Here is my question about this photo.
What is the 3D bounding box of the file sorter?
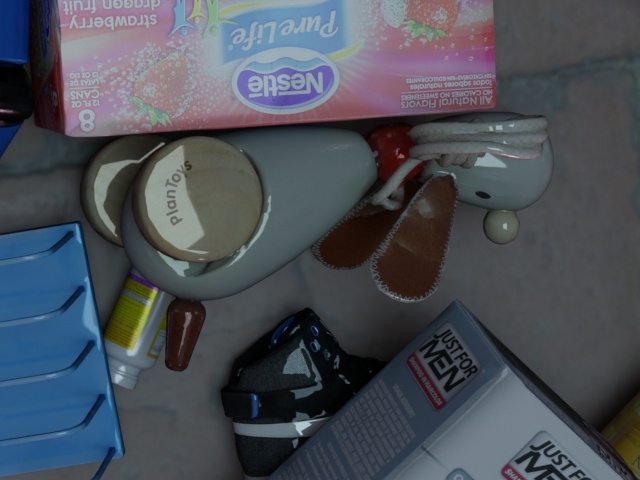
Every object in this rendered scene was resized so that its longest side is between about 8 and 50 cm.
[{"bbox_3d":[-0.213,0.087,1.300,0.118,0.104,0.170,-9,99,5],"label":"file sorter"}]

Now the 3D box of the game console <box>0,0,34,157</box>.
[{"bbox_3d":[-0.343,-0.136,1.215,0.293,0.250,0.173,5,55,-33],"label":"game console"}]

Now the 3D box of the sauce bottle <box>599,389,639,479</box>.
[{"bbox_3d":[0.200,0.237,1.446,0.111,0.111,0.344,45,83,-15],"label":"sauce bottle"}]

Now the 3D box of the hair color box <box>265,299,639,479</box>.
[{"bbox_3d":[0.034,0.243,1.343,0.374,0.113,0.185,-44,117,7],"label":"hair color box"}]

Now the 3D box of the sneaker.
[{"bbox_3d":[0.034,0.097,1.400,0.217,0.079,0.121,-20,101,-12],"label":"sneaker"}]

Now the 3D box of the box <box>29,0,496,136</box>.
[{"bbox_3d":[-0.044,-0.152,1.313,0.300,0.154,0.142,-5,97,-16],"label":"box"}]

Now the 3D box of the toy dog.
[{"bbox_3d":[0.000,0.000,1.314,0.333,0.220,0.161,-3,96,2],"label":"toy dog"}]

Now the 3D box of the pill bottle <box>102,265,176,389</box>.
[{"bbox_3d":[-0.130,0.062,1.368,0.043,0.043,0.083,24,89,-17],"label":"pill bottle"}]
